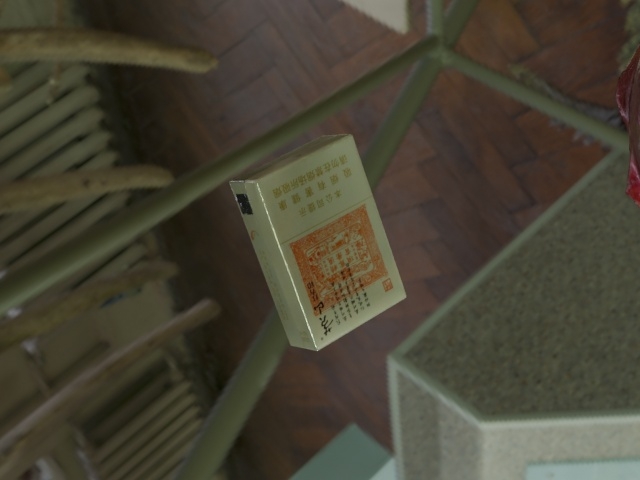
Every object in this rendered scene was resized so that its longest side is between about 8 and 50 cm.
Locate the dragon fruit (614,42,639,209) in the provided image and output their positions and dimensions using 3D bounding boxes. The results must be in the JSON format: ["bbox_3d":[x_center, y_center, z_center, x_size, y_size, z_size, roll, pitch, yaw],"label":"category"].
[{"bbox_3d":[0.465,-0.123,1.156,0.386,0.371,0.249,52,-177,-10],"label":"dragon fruit"}]

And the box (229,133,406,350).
[{"bbox_3d":[0.000,0.000,1.258,0.058,0.141,0.201,5,117,55],"label":"box"}]
